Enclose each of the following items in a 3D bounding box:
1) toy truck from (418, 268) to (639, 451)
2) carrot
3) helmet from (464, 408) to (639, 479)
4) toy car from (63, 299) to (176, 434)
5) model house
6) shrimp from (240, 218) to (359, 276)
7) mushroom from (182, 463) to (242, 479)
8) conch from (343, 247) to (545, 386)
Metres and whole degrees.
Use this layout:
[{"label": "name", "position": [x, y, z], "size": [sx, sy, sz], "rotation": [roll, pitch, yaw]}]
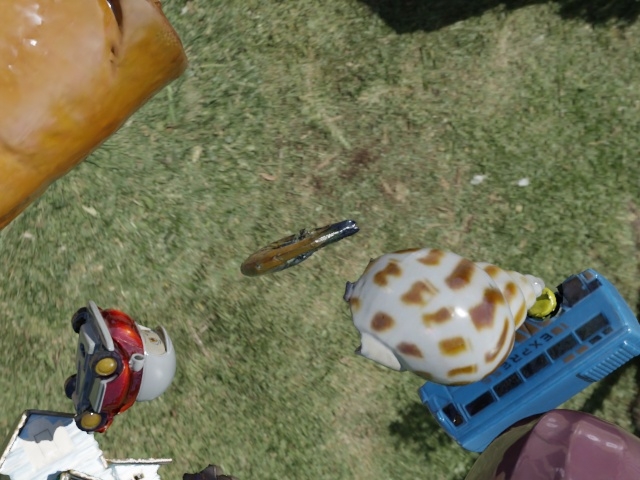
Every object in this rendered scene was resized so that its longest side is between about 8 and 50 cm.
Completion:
[{"label": "toy truck", "position": [0.358, 0.212, 1.446], "size": [0.385, 0.162, 0.161], "rotation": [-39, 146, 17]}, {"label": "carrot", "position": [-0.225, -0.064, 0.498], "size": [0.196, 0.196, 0.254], "rotation": [38, 81, -18]}, {"label": "helmet", "position": [0.290, 0.302, 0.922], "size": [0.271, 0.338, 0.197], "rotation": [27, 98, 16]}, {"label": "toy car", "position": [-0.217, 0.141, 0.929], "size": [0.112, 0.112, 0.139], "rotation": [3, 114, -31]}, {"label": "model house", "position": [-0.328, 0.306, 1.057], "size": [0.271, 0.178, 0.206], "rotation": [-26, 84, -27]}, {"label": "shrimp", "position": [0.000, 0.000, 1.308], "size": [0.262, 0.198, 0.051], "rotation": [-22, 93, -56]}, {"label": "mushroom", "position": [-0.219, 0.550, 1.718], "size": [0.188, 0.141, 0.117], "rotation": [-23, 137, 23]}, {"label": "conch", "position": [0.169, 0.090, 1.051], "size": [0.275, 0.149, 0.182], "rotation": [-15, 95, -48]}]
